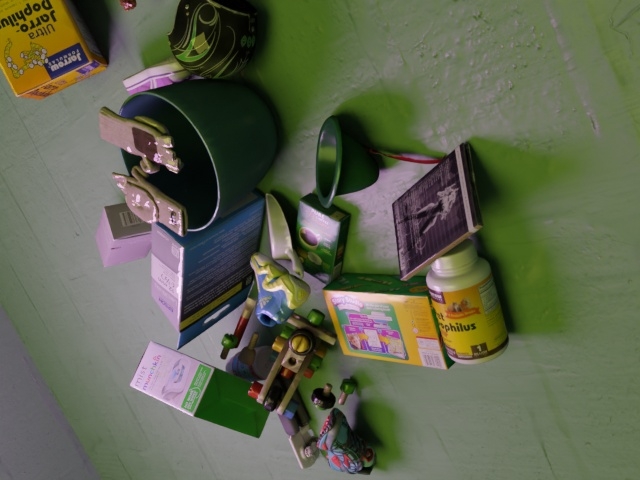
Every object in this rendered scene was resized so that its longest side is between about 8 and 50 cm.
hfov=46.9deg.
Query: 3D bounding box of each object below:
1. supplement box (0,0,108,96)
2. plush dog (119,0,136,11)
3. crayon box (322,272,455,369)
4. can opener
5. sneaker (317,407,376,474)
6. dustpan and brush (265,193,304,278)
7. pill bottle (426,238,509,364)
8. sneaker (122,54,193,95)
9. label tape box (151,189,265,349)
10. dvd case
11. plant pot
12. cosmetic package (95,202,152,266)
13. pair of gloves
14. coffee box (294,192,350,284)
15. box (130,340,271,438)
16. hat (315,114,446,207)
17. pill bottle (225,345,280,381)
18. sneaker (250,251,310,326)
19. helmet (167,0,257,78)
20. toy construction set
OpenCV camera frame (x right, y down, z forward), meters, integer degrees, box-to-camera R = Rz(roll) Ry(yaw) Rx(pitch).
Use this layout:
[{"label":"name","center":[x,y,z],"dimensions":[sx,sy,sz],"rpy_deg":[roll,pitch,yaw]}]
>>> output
[{"label":"supplement box","center":[-0.673,-0.528,1.699],"dimensions":[0.356,0.195,0.194],"rpy_deg":[64,179,-10]},{"label":"plush dog","center":[-0.495,-0.592,1.546],"dimensions":[0.225,0.262,0.210],"rpy_deg":[25,155,38]},{"label":"crayon box","center":[0.147,0.160,1.514],"dimensions":[0.279,0.081,0.165],"rpy_deg":[1,116,44]},{"label":"can opener","center":[-0.078,0.476,1.944],"dimensions":[0.093,0.074,0.280],"rpy_deg":[-2,114,45]},{"label":"sneaker","center":[0.077,0.488,1.773],"dimensions":[0.125,0.104,0.261],"rpy_deg":[13,150,23]},{"label":"dustpan and brush","center":[-0.077,0.010,1.602],"dimensions":[0.211,0.060,0.147],"rpy_deg":[-103,9,-48]},{"label":"pill bottle","center":[0.263,0.108,1.342],"dimensions":[0.117,0.117,0.214],"rpy_deg":[-1,115,44]},{"label":"sneaker","center":[-0.323,-0.323,1.640],"dimensions":[0.282,0.102,0.161],"rpy_deg":[-1,119,56]},{"label":"label tape box","center":[-0.265,0.056,1.707],"dimensions":[0.115,0.249,0.347],"rpy_deg":[37,137,21]},{"label":"dvd case","center":[0.200,-0.047,1.299],"dimensions":[0.221,0.018,0.164],"rpy_deg":[-43,42,50]},{"label":"plant pot","center":[-0.231,-0.200,1.519],"dimensions":[0.293,0.235,0.292],"rpy_deg":[24,131,31]},{"label":"cosmetic package","center":[-0.511,-0.018,1.942],"dimensions":[0.107,0.127,0.238],"rpy_deg":[70,155,13]},{"label":"pair of gloves","center":[-0.341,-0.139,1.454],"dimensions":[0.204,0.042,0.240],"rpy_deg":[21,131,29]},{"label":"coffee box","center":[0.000,0.000,1.580],"dimensions":[0.113,0.040,0.184],"rpy_deg":[30,134,27]},{"label":"box","center":[-0.281,0.366,1.792],"dimensions":[0.231,0.126,0.262],"rpy_deg":[14,165,38]},{"label":"hat","center":[0.100,-0.139,1.406],"dimensions":[0.208,0.184,0.172],"rpy_deg":[-108,24,-54]},{"label":"pill bottle","center":[-0.180,0.327,1.933],"dimensions":[0.160,0.087,0.087],"rpy_deg":[-22,100,49]},{"label":"sneaker","center":[-0.117,0.109,1.612],"dimensions":[0.091,0.126,0.240],"rpy_deg":[34,177,-28]},{"label":"helmet","center":[-0.208,-0.392,1.427],"dimensions":[0.169,0.169,0.161],"rpy_deg":[37,119,20]},{"label":"toy construction set","center":[-0.075,0.226,1.697],"dimensions":[0.309,0.257,0.237],"rpy_deg":[32,110,28]}]
